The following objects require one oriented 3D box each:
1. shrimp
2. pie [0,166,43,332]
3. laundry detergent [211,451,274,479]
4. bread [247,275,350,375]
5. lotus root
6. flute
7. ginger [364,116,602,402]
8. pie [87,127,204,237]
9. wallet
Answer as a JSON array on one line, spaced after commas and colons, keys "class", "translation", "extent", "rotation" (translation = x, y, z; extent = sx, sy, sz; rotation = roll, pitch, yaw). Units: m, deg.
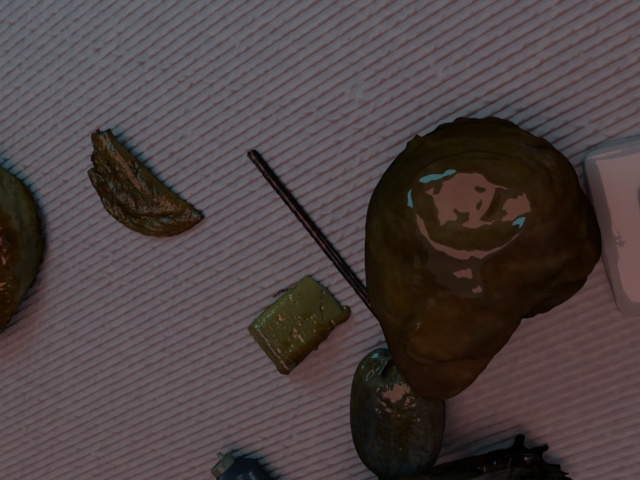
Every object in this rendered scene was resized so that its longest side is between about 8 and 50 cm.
[{"class": "shrimp", "translation": [0.136, 0.310, 0.874], "extent": [0.178, 0.289, 0.075], "rotation": [102, 150, -53]}, {"class": "pie", "translation": [-0.518, 0.013, 1.046], "extent": [0.314, 0.092, 0.316], "rotation": [5, 107, 16]}, {"class": "laundry detergent", "translation": [-0.071, 0.359, 1.003], "extent": [0.206, 0.061, 0.096], "rotation": [48, 116, 2]}, {"class": "bread", "translation": [-0.030, 0.099, 0.940], "extent": [0.109, 0.080, 0.084], "rotation": [-41, 89, -11]}, {"class": "lotus root", "translation": [0.088, 0.217, 0.888], "extent": [0.113, 0.088, 0.192], "rotation": [14, 114, 34]}, {"class": "flute", "translation": [0.000, 0.000, 0.903], "extent": [0.014, 0.014, 0.270], "rotation": [-38, 91, 24]}, {"class": "ginger", "translation": [0.135, 0.009, 0.757], "extent": [0.269, 0.200, 0.223], "rotation": [-42, 91, 24]}, {"class": "pie", "translation": [-0.232, -0.061, 0.956], "extent": [0.092, 0.034, 0.170], "rotation": [-42, 95, 22]}, {"class": "wallet", "translation": [0.328, -0.011, 0.777], "extent": [0.095, 0.033, 0.190], "rotation": [-10, 101, 23]}]
